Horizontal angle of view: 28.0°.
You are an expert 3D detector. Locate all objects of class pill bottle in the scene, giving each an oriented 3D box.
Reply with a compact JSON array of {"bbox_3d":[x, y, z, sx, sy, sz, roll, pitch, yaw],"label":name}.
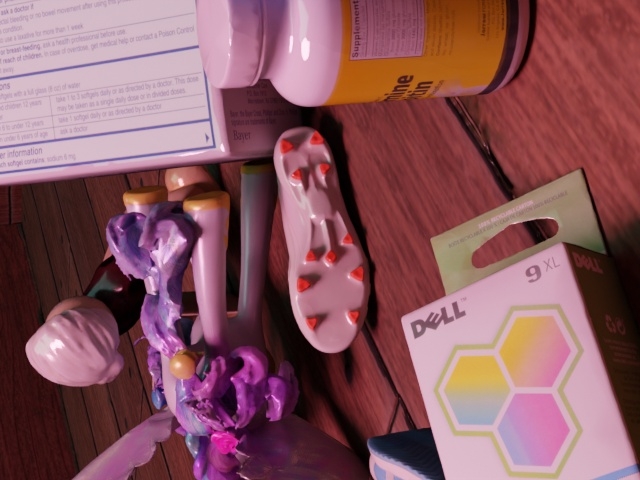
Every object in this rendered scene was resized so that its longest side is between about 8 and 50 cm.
[{"bbox_3d":[0.024,-0.133,0.769,0.103,0.184,0.103,174,90,-71],"label":"pill bottle"}]

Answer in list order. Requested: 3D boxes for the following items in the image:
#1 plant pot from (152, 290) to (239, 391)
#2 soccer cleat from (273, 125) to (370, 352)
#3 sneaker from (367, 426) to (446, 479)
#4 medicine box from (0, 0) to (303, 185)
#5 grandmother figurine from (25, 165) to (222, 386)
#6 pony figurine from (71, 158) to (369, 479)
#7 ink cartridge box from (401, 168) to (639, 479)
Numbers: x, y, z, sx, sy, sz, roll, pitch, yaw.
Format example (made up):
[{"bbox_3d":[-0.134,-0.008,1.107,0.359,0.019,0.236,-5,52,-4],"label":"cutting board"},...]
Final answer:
[{"bbox_3d":[-0.135,0.109,1.440,0.096,0.109,0.109,-109,19,-66],"label":"plant pot"},{"bbox_3d":[0.000,0.000,1.076,0.076,0.068,0.196,98,162,-75],"label":"soccer cleat"},{"bbox_3d":[0.092,0.182,0.829,0.228,0.087,0.092,-149,54,-69],"label":"sneaker"},{"bbox_3d":[-0.174,-0.206,1.156,0.263,0.149,0.289,-4,94,27],"label":"medicine box"},{"bbox_3d":[-0.205,0.044,1.332,0.342,0.104,0.208,-61,-6,-61],"label":"grandmother figurine"},{"bbox_3d":[-0.094,0.131,1.145,0.351,0.302,0.364,-46,-49,-73],"label":"pony figurine"},{"bbox_3d":[0.113,0.069,0.691,0.109,0.062,0.209,-28,65,32],"label":"ink cartridge box"}]
